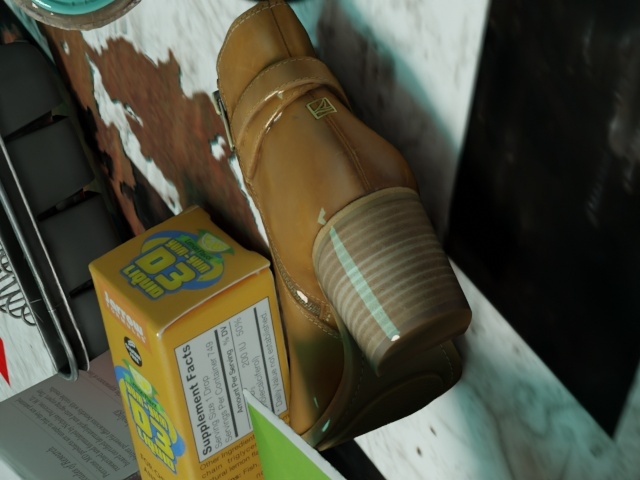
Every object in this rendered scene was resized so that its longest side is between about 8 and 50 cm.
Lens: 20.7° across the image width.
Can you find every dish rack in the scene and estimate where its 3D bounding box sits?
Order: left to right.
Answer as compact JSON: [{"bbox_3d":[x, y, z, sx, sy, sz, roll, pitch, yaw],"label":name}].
[{"bbox_3d":[-0.210,-0.035,1.135,0.271,0.074,0.208,15,128,61],"label":"dish rack"}]

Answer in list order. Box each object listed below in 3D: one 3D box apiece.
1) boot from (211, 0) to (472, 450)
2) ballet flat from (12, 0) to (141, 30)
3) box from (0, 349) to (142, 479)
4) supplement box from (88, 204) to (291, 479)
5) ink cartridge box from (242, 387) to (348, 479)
[{"bbox_3d":[0.000,0.000,0.743,0.152,0.073,0.197,62,158,19],"label":"boot"},{"bbox_3d":[-0.141,-0.245,0.748,0.106,0.107,0.316,-128,21,-79],"label":"ballet flat"},{"bbox_3d":[-0.124,0.191,1.142,0.182,0.119,0.181,24,137,56],"label":"box"},{"bbox_3d":[-0.059,0.100,0.956,0.078,0.080,0.233,37,144,43],"label":"supplement box"},{"bbox_3d":[0.066,0.184,0.674,0.189,0.097,0.255,-149,44,-67],"label":"ink cartridge box"}]
